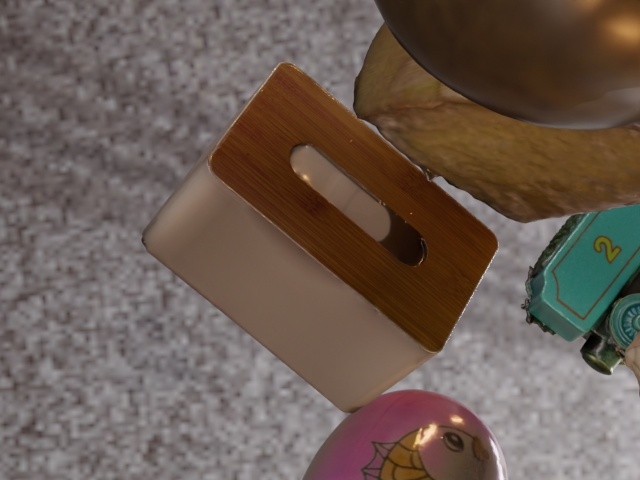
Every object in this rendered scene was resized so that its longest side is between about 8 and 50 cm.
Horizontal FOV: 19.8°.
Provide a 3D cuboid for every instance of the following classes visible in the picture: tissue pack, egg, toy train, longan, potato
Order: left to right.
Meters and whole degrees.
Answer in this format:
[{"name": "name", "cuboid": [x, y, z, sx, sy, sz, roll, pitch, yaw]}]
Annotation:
[{"name": "tissue pack", "cuboid": [-0.001, 0.001, 1.551, 0.246, 0.136, 0.159, 39, 48, -7]}, {"name": "egg", "cuboid": [0.070, 0.268, 1.745, 0.196, 0.196, 0.271, 51, 56, -44]}, {"name": "longan", "cuboid": [0.128, -0.146, 0.913, 0.212, 0.198, 0.198, 35, 52, -23]}, {"name": "potato", "cuboid": [0.193, -0.142, 1.337, 0.189, 0.264, 0.211, 40, 60, -35]}, {"name": "toy train", "cuboid": [0.322, 0.035, 1.966, 0.203, 0.163, 0.112, -51, 176, -12]}]

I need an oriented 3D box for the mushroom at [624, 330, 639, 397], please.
[{"name": "mushroom", "cuboid": [0.387, 0.203, 1.591, 0.154, 0.137, 0.407, -17, 92, -26]}]
